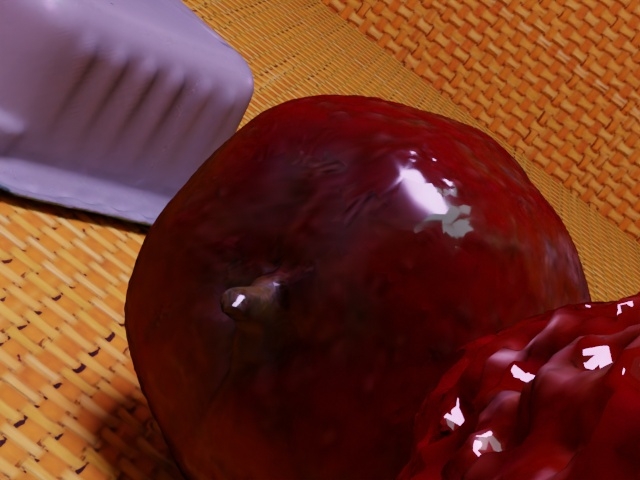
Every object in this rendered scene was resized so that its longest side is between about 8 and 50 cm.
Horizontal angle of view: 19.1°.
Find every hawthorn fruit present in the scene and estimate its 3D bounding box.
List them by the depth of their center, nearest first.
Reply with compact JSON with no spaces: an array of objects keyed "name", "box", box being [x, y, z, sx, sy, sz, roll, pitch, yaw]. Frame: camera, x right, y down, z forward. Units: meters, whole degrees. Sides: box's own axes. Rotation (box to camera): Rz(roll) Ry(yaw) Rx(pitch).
[{"name":"hawthorn fruit","box":[0.010,0.038,0.832,0.215,0.215,0.249,43,16,25]}]

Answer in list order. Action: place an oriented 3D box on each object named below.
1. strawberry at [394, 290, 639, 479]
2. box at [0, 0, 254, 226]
[{"name":"strawberry","box":[0.119,0.144,0.603,0.345,0.295,0.317,24,-35,57]},{"name":"box","box":[-0.165,-0.126,1.148,0.264,0.106,0.336,43,13,26]}]
